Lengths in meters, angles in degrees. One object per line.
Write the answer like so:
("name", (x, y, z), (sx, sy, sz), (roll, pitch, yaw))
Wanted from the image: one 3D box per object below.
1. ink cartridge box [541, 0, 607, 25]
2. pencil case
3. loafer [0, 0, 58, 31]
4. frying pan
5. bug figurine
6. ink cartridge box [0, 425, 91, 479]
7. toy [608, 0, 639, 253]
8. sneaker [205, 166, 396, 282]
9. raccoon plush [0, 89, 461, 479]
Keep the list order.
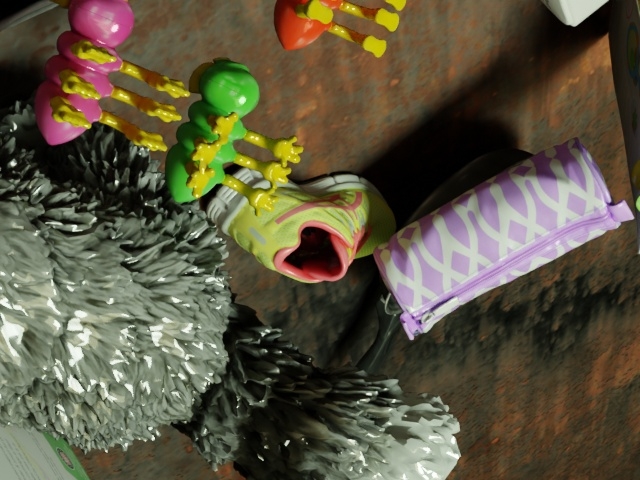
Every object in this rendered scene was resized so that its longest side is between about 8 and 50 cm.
("ink cartridge box", (0.230, -0.309, 1.160), (0.273, 0.115, 0.198), (-38, 150, -2))
("pencil case", (0.140, -0.002, 1.339), (0.206, 0.088, 0.086), (-32, 123, 10))
("loafer", (-0.143, -0.170, 0.953), (0.302, 0.095, 0.109), (-28, 147, -18))
("frying pan", (0.107, 0.022, 1.532), (0.197, 0.053, 0.326), (-34, 163, -31))
("bug figurine", (-0.068, -0.133, 0.934), (0.279, 0.072, 0.216), (23, 91, -57))
("ink cartridge box", (-0.251, 0.214, 1.302), (0.093, 0.154, 0.212), (-40, 151, 5))
("toy", (0.272, -0.123, 1.350), (0.056, 0.237, 0.137), (1, 145, 2))
("sneaker", (0.000, 0.000, 1.349), (0.208, 0.094, 0.081), (3, 129, -51))
("raccoon plush", (-0.131, 0.036, 0.936), (0.299, 0.446, 0.216), (-29, 131, -82))
